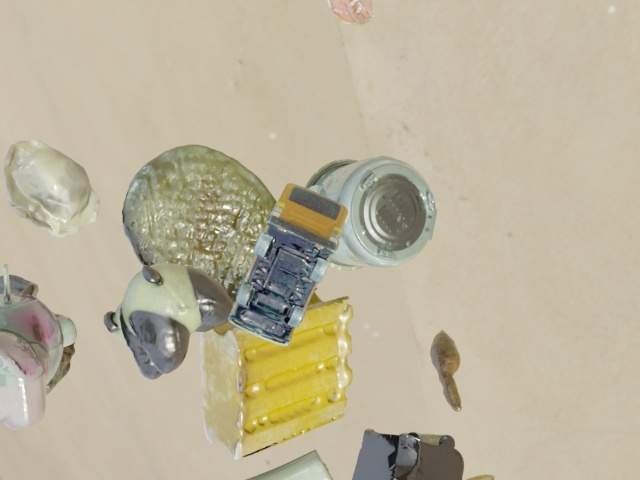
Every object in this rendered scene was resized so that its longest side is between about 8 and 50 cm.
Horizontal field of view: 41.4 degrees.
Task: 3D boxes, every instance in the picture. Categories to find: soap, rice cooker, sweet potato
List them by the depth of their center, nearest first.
[{"bbox_3d":[-0.089,0.281,1.843,0.156,0.335,0.293,16,112,44],"label":"soap"},{"bbox_3d":[0.102,-0.061,1.939,0.316,0.316,0.264,2,81,55],"label":"rice cooker"},{"bbox_3d":[0.319,0.313,2.142,0.269,0.075,0.075,-93,3,-48],"label":"sweet potato"}]

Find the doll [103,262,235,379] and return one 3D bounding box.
[{"bbox_3d":[-0.224,0.108,1.216,0.135,0.143,0.234,49,153,-1],"label":"doll"}]

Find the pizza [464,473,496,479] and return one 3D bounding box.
[{"bbox_3d":[0.281,0.513,1.572,0.131,0.178,0.041,46,151,-8],"label":"pizza"}]

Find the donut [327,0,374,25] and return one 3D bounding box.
[{"bbox_3d":[0.041,-0.444,1.416,0.065,0.117,0.166,-4,96,24],"label":"donut"}]

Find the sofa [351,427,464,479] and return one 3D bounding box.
[{"bbox_3d":[0.191,0.553,1.887,0.182,0.258,0.200,27,158,-26],"label":"sofa"}]

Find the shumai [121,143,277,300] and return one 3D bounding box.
[{"bbox_3d":[-0.284,-0.029,2.040,0.397,0.324,0.323,35,170,-10],"label":"shumai"}]

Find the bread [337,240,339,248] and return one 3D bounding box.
[{"bbox_3d":[0.000,0.000,1.545,0.083,0.047,0.036,40,-148,-55],"label":"bread"}]

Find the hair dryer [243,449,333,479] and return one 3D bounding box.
[{"bbox_3d":[-0.079,0.387,1.051,0.298,0.296,0.119,42,-173,-28],"label":"hair dryer"}]

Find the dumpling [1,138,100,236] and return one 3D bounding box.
[{"bbox_3d":[-0.642,-0.118,1.982,0.147,0.193,0.258,-13,121,51],"label":"dumpling"}]

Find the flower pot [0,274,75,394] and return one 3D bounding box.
[{"bbox_3d":[-0.673,0.226,1.770,0.302,0.302,0.213,15,132,50],"label":"flower pot"}]

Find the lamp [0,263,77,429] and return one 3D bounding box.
[{"bbox_3d":[-0.539,0.171,1.382,0.301,0.247,0.247,-134,38,-74],"label":"lamp"}]

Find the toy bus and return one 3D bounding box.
[{"bbox_3d":[-0.040,0.030,1.004,0.091,0.103,0.182,24,132,-2],"label":"toy bus"}]
